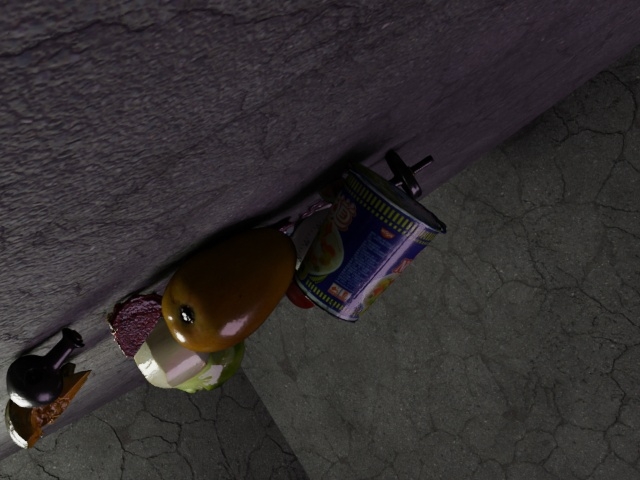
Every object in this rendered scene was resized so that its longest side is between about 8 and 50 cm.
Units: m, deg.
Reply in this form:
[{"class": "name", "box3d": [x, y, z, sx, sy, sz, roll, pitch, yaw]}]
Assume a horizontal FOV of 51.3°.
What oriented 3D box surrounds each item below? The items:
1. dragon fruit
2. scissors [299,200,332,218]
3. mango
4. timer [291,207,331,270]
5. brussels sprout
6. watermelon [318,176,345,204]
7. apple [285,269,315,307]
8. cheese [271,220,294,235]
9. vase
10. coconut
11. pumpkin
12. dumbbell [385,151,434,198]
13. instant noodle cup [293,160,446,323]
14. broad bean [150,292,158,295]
[{"class": "dragon fruit", "box3d": [-0.435, 0.171, 1.527, 0.106, 0.083, 0.162, 40, 82, -41]}, {"class": "scissors", "box3d": [0.017, -0.101, 1.865, 0.176, 0.022, 0.085, -23, 168, -42]}, {"class": "mango", "box3d": [-0.193, 0.098, 1.538, 0.378, 0.221, 0.264, -41, 176, -41]}, {"class": "timer", "box3d": [0.000, 0.000, 1.987, 0.234, 0.240, 0.233, -32, 143, -27]}, {"class": "brussels sprout", "box3d": [-0.418, 0.379, 2.255, 0.344, 0.268, 0.344, -21, 178, -1]}, {"class": "watermelon", "box3d": [0.049, -0.120, 1.692, 0.084, 0.092, 0.072, -38, 140, -47]}, {"class": "apple", "box3d": [-0.033, 0.138, 2.539, 0.260, 0.216, 0.260, -31, 174, -4]}, {"class": "cheese", "box3d": [-0.114, -0.020, 1.767, 0.095, 0.038, 0.145, -37, 173, 27]}, {"class": "vase", "box3d": [-0.576, 0.265, 1.414, 0.183, 0.120, 0.120, -48, 173, 1]}, {"class": "coconut", "box3d": [-0.430, 0.315, 1.974, 0.241, 0.241, 0.241, -32, 173, -4]}, {"class": "pumpkin", "box3d": [-0.724, 0.408, 1.740, 0.248, 0.126, 0.131, -51, 174, -27]}, {"class": "dumbbell", "box3d": [0.165, -0.134, 1.799, 0.326, 0.143, 0.143, -34, 173, 2]}, {"class": "instant noodle cup", "box3d": [0.096, 0.016, 1.588, 0.312, 0.284, 0.284, -55, 168, 14]}, {"class": "broad bean", "box3d": [-0.430, 0.174, 1.674, 0.061, 0.046, 0.195, -30, 175, -43]}]
